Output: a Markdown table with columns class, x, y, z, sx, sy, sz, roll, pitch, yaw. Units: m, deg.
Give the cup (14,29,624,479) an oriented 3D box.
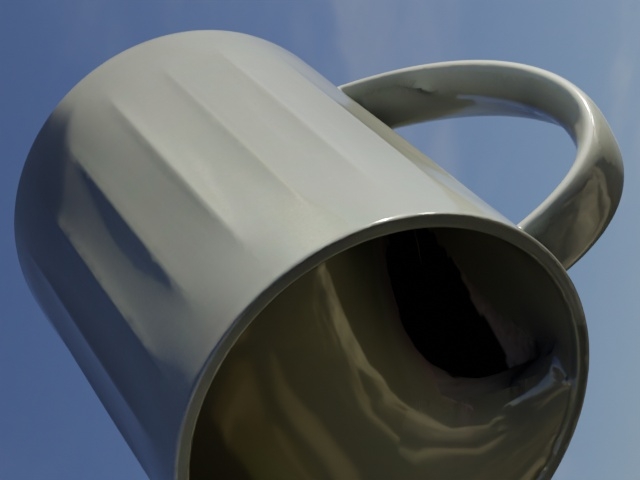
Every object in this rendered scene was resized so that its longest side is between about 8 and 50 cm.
| class | x | y | z | sx | sy | sz | roll | pitch | yaw |
| --- | --- | --- | --- | --- | --- | --- | --- | --- | --- |
| cup | 0.000 | 0.000 | 0.836 | 0.322 | 0.327 | 0.237 | -40 | -55 | -4 |
